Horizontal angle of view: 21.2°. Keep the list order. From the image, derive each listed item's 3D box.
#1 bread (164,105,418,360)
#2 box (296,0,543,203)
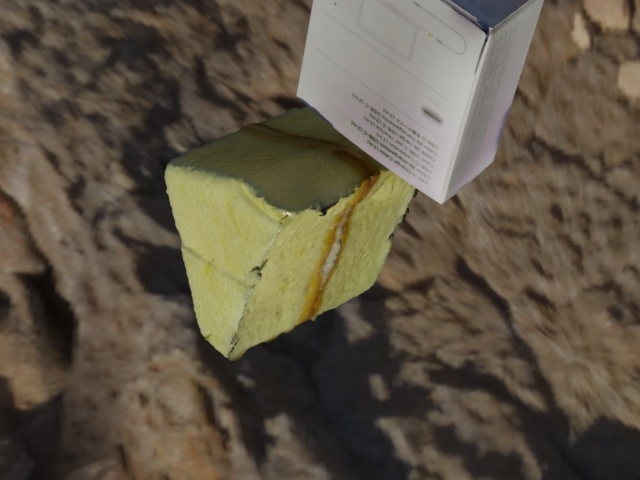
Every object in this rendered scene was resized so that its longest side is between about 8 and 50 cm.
[{"bbox_3d":[0.000,0.000,1.862,0.198,0.263,0.236,19,124,43],"label":"bread"},{"bbox_3d":[0.091,-0.190,1.680,0.203,0.252,0.106,37,53,20],"label":"box"}]
